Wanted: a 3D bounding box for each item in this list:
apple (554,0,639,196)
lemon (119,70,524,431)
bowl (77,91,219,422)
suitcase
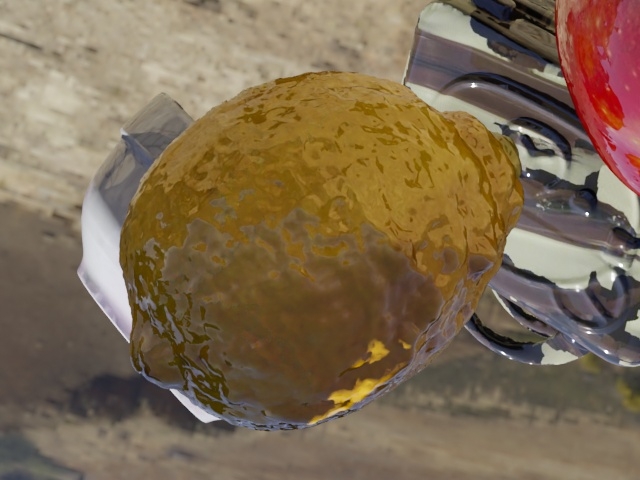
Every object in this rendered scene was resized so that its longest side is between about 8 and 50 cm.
[{"bbox_3d":[0.274,-0.151,0.903,0.288,0.316,0.288,13,173,2],"label":"apple"},{"bbox_3d":[0.000,0.000,0.667,0.187,0.142,0.142,-28,166,-9],"label":"lemon"},{"bbox_3d":[-0.085,0.038,1.241,0.287,0.144,0.287,49,176,5],"label":"bowl"},{"bbox_3d":[0.225,-0.048,1.464,0.351,0.339,0.194,33,-143,27],"label":"suitcase"}]
